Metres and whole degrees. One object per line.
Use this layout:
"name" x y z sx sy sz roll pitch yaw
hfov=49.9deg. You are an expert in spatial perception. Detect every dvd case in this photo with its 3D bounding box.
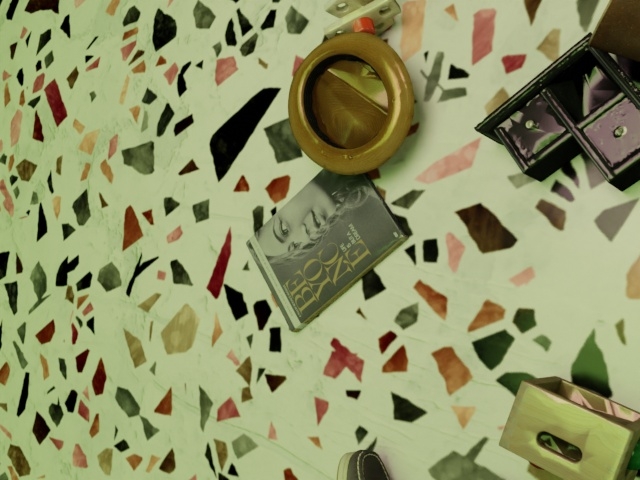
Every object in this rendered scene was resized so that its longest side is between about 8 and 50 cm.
"dvd case" 0.000 0.000 0.969 0.221 0.018 0.164 -43 61 24

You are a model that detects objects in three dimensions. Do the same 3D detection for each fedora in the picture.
"fedora" 0.049 -0.179 0.921 0.194 0.079 0.194 -1 89 30

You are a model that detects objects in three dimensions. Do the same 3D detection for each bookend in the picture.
"bookend" 0.280 -0.108 0.745 0.157 0.072 0.156 -39 63 26

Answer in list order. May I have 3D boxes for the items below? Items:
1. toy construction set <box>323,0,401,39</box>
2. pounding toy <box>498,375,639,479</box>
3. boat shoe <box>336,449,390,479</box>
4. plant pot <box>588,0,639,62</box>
"toy construction set" 0.054 -0.434 0.910 0.215 0.151 0.327 -14 82 9
"pounding toy" 0.261 0.210 0.676 0.141 0.130 0.100 22 97 36
"boat shoe" 0.097 0.370 0.779 0.092 0.103 0.285 -35 51 26
"plant pot" 0.398 -0.221 0.603 0.230 0.215 0.215 32 103 13
